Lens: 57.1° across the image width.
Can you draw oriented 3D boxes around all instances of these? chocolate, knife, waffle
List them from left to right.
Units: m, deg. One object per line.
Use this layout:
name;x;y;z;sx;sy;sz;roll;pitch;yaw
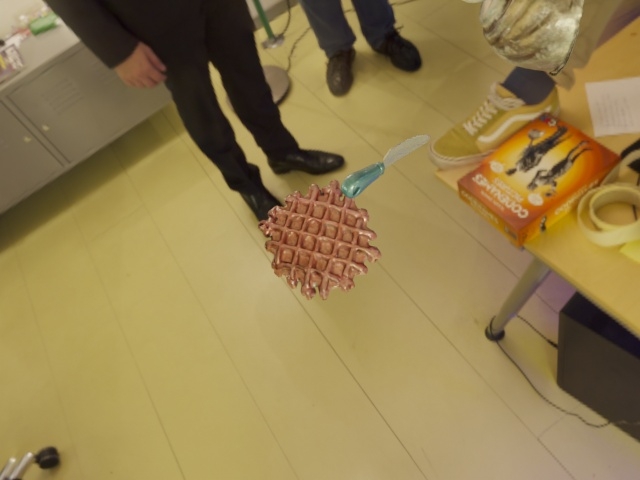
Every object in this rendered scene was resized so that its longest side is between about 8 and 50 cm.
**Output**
waffle;0.000;0.000;1.160;0.221;0.055;0.234;-28;73;-3
knife;0.137;-0.161;1.173;0.244;0.058;0.032;-36;58;-21
chocolate;0.511;-0.570;1.478;0.212;0.303;0.303;5;56;3

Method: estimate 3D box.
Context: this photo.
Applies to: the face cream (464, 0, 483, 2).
face cream;0.377;-0.618;1.168;0.145;0.369;0.146;0;89;-10
